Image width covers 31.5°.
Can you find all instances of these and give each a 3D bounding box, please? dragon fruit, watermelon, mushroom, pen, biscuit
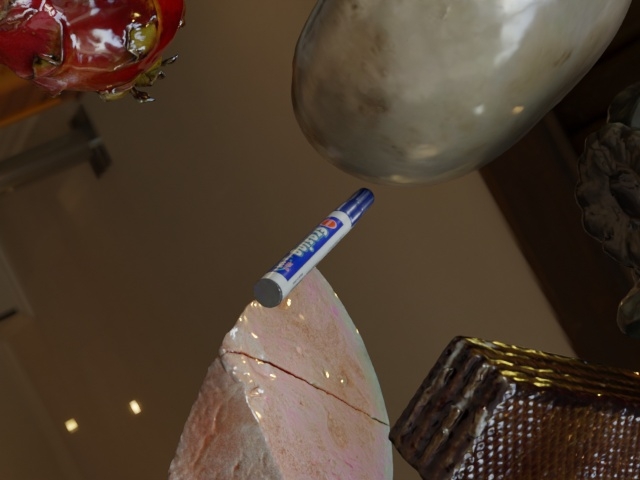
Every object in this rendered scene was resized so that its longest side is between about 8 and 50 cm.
[{"bbox_3d":[-0.139,-0.141,0.705,0.246,0.125,0.125,53,17,-74],"label":"dragon fruit"},{"bbox_3d":[-0.074,0.220,1.246,0.222,0.292,0.319,-28,-86,25],"label":"watermelon"},{"bbox_3d":[0.106,-0.226,1.025,0.294,0.362,0.362,44,-29,10],"label":"mushroom"},{"bbox_3d":[0.000,0.000,0.942,0.025,0.204,0.025,11,-62,21],"label":"pen"},{"bbox_3d":[0.214,0.161,0.974,0.073,0.388,0.107,44,-71,40],"label":"biscuit"}]

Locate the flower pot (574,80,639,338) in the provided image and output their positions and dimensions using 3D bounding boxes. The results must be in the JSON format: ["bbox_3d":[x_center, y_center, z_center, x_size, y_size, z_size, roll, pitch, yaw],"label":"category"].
[{"bbox_3d":[0.365,-0.032,0.931,0.302,0.302,0.213,153,-65,-64],"label":"flower pot"}]
